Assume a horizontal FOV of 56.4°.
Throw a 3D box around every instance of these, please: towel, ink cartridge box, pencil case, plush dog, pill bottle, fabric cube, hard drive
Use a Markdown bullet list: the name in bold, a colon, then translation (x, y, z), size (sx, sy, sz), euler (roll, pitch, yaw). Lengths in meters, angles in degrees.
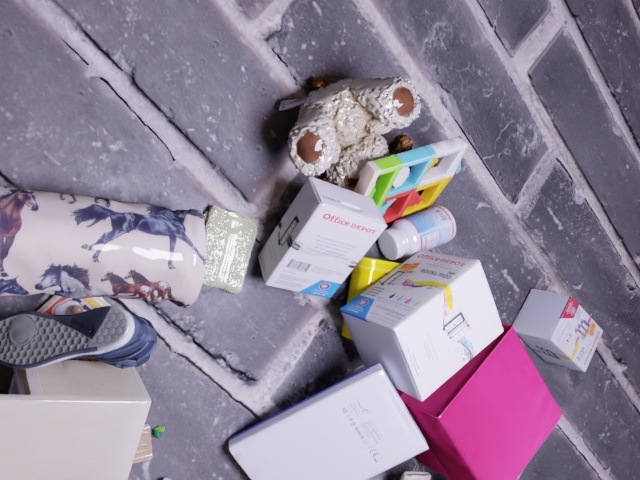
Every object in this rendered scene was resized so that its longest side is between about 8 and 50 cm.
- **towel**: translation (-0.174, 0.018, 1.084), size (0.110, 0.027, 0.148), euler (17, 85, -31)
- **ink cartridge box**: translation (0.604, 0.229, 1.521), size (0.176, 0.127, 0.128), euler (39, 73, -29)
- **pencil case**: translation (-0.364, 0.020, 0.890), size (0.411, 0.159, 0.183), euler (5, 135, -33)
- **plush dog**: translation (0.056, -0.187, 1.146), size (0.263, 0.210, 0.225), euler (-29, 127, -8)
- **ink cartridge box**: translation (0.000, 0.000, 1.094), size (0.148, 0.085, 0.203), euler (17, 124, -31)
- **pill bottle**: translation (0.206, -0.014, 1.280), size (0.160, 0.087, 0.087), euler (-20, 104, -28)
- **fabric cube**: translation (0.296, 0.335, 1.266), size (0.254, 0.259, 0.258), euler (-44, 112, -21)
- **ink cartridge box**: translation (0.197, 0.152, 1.155), size (0.233, 0.171, 0.168), euler (-33, 113, -25)
- **hard drive**: translation (0.018, 0.386, 1.135), size (0.319, 0.040, 0.210), euler (-28, 111, 5)

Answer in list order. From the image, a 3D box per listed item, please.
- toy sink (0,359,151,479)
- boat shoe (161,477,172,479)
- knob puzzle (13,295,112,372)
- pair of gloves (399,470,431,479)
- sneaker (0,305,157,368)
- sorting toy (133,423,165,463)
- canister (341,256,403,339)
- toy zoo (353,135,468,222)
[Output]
- **toy sink**: translation (-0.399, 0.269, 0.890), size (0.234, 0.131, 0.152), euler (11, 104, -35)
- **boat shoe**: translation (-0.257, 0.463, 1.069), size (0.035, 0.035, 0.100), euler (-39, 120, 7)
- **knob puzzle**: translation (-0.399, 0.183, 0.958), size (0.213, 0.030, 0.212), euler (-3, 96, -31)
- **pair of gloves**: translation (0.235, 0.607, 1.331), size (0.240, 0.042, 0.204), euler (20, 109, -29)
- **sneaker**: translation (-0.364, 0.154, 0.909), size (0.227, 0.163, 0.086), euler (-5, 74, 7)
- **sorting toy**: translation (-0.310, 0.350, 1.036), size (0.083, 0.012, 0.061), euler (-7, 93, -28)
- **canister**: translation (0.113, 0.124, 1.244), size (0.126, 0.073, 0.169), euler (9, 91, -32)
- **toy zoo**: translation (0.182, -0.114, 1.210), size (0.293, 0.192, 0.030), euler (-19, 60, -33)
